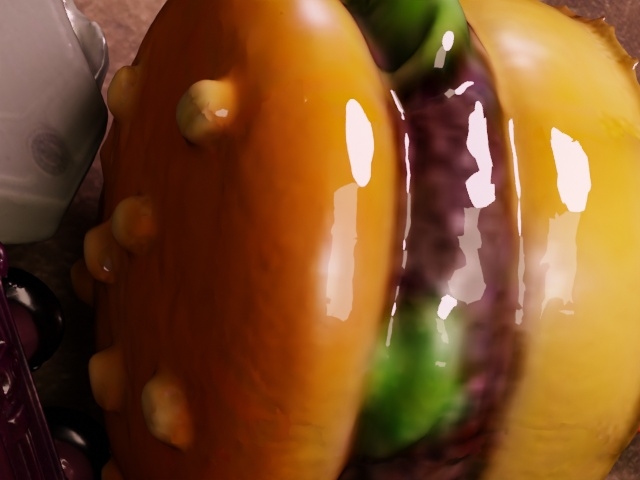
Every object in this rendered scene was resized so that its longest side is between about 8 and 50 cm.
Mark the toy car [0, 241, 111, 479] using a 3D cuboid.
[{"bbox_3d":[-0.275,0.157,0.706,0.271,0.240,0.341,-81,161,-65],"label":"toy car"}]

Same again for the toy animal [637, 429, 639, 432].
[{"bbox_3d":[0.310,0.086,1.161,0.171,0.171,0.198,29,62,-28],"label":"toy animal"}]

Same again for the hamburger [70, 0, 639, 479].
[{"bbox_3d":[0.000,0.000,0.744,0.277,0.395,0.396,5,82,-23],"label":"hamburger"}]

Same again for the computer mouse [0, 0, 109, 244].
[{"bbox_3d":[-0.296,-0.181,0.777,0.228,0.145,0.429,-31,97,-49],"label":"computer mouse"}]
